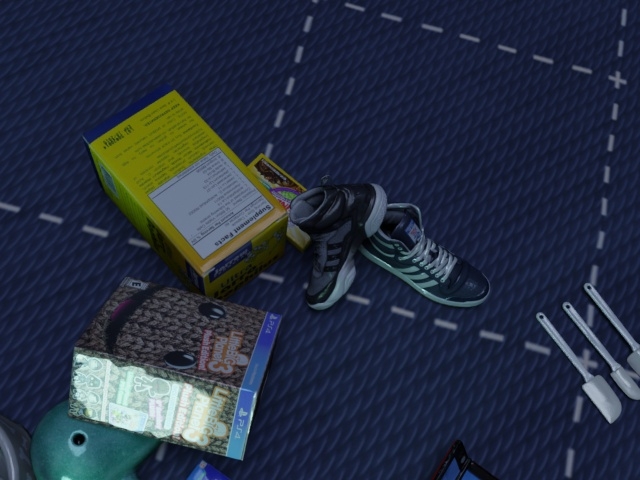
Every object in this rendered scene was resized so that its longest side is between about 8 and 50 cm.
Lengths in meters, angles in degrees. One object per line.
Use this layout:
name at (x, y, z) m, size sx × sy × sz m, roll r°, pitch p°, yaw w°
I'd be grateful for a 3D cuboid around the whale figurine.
whale figurine at (-0.343, 0.324, 1.297) m, size 0.272 × 0.141 × 0.216 m, roll -18°, pitch 69°, yaw -16°

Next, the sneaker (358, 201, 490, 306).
sneaker at (0.202, 0.025, 1.476) m, size 0.282 × 0.153 × 0.099 m, roll 27°, pitch 66°, yaw 7°

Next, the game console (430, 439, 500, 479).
game console at (0.243, 0.439, 1.338) m, size 0.085 × 0.124 × 0.144 m, roll 21°, pitch 62°, yaw 33°

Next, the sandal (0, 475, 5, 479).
sandal at (-0.526, 0.386, 1.175) m, size 0.102 × 0.076 × 0.265 m, roll -40°, pitch 75°, yaw -20°

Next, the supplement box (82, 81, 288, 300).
supplement box at (-0.248, -0.079, 1.456) m, size 0.194 × 0.195 × 0.356 m, roll -37°, pitch 74°, yaw -19°

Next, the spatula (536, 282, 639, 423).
spatula at (0.543, 0.208, 1.507) m, size 0.168 × 0.019 × 0.242 m, roll -30°, pitch 71°, yaw -12°

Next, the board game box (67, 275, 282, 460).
board game box at (-0.233, 0.204, 1.301) m, size 0.291 × 0.141 × 0.232 m, roll 14°, pitch 27°, yaw 0°

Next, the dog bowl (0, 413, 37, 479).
dog bowl at (-0.630, 0.412, 1.251) m, size 0.349 × 0.102 × 0.348 m, roll 2°, pitch 67°, yaw -5°

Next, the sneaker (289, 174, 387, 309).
sneaker at (0.000, 0.000, 1.417) m, size 0.153 × 0.268 × 0.101 m, roll 16°, pitch 24°, yaw -27°

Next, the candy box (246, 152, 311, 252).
candy box at (-0.077, -0.077, 1.563) m, size 0.206 × 0.027 × 0.105 m, roll 39°, pitch 72°, yaw 12°

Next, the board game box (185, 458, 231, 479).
board game box at (-0.196, 0.496, 1.286) m, size 0.160 × 0.047 × 0.210 m, roll 33°, pitch 68°, yaw 9°
